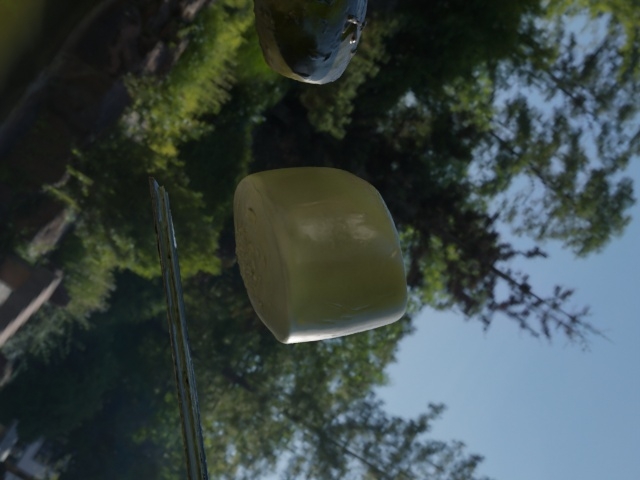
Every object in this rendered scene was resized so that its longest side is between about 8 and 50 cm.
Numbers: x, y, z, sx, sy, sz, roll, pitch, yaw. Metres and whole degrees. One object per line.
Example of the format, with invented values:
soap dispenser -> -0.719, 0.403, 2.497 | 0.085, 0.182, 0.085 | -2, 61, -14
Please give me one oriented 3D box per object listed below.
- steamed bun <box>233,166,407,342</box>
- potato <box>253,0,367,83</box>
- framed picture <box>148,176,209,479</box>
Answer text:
steamed bun -> 0.000, 0.000, 1.067 | 0.155, 0.200, 0.250 | 103, -29, -43
potato -> -0.008, -0.283, 1.079 | 0.298, 0.141, 0.176 | 35, 77, -85
framed picture -> -0.124, 0.113, 0.792 | 0.232, 0.019, 0.296 | 118, -37, -75
